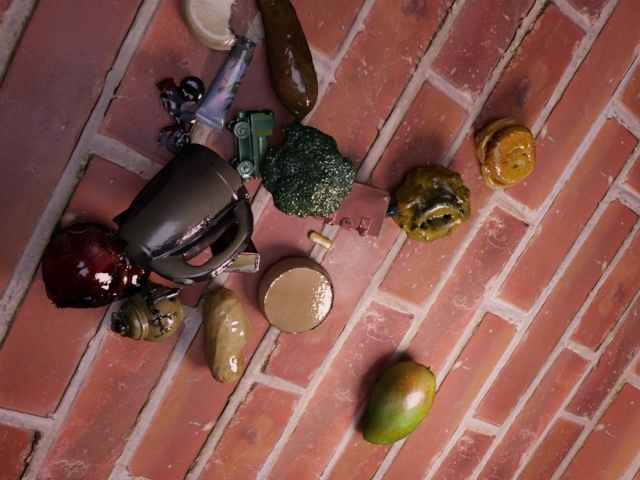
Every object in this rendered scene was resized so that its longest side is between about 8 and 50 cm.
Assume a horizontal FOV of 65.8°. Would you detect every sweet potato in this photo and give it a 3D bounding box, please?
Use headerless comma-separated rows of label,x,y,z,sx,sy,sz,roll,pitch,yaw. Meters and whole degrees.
sweet potato,-0.100,-0.528,1.316,0.130,0.130,0.423,-23,108,-11

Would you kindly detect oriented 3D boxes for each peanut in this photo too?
peanut,-0.287,0.302,1.534,0.147,0.147,0.319,-5,108,-18

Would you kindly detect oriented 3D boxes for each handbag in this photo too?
handbag,0.097,-0.104,1.527,0.212,0.059,0.158,17,106,2

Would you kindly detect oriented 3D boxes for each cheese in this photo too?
cheese,-0.313,-0.596,1.239,0.248,0.071,0.164,21,100,-25

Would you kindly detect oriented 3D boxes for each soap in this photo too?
soap,0.000,0.000,1.599,0.089,0.012,0.034,30,97,-26

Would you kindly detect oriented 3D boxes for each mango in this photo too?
mango,0.277,0.608,1.820,0.225,0.201,0.382,11,117,-46

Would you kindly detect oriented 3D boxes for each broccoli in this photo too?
broccoli,-0.034,-0.193,1.395,0.269,0.242,0.262,8,114,-18

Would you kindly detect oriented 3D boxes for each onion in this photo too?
onion,-0.581,0.065,1.302,0.280,0.221,0.281,-30,153,-17

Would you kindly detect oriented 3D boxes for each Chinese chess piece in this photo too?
Chinese chess piece,-0.077,0.176,1.585,0.249,0.103,0.250,-6,111,-17

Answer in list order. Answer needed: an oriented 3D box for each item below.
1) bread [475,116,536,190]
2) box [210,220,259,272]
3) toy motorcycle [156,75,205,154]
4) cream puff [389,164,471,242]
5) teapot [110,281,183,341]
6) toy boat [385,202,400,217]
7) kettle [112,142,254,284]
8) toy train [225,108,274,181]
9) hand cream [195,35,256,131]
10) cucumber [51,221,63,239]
bread,0.625,-0.290,1.663,0.198,0.120,0.236,-29,116,-11
box,-0.250,0.016,1.395,0.120,0.224,0.069,3,113,-19
toy motorcycle,-0.383,-0.333,1.301,0.122,0.082,0.213,12,106,-22
cream puff,0.370,-0.110,1.601,0.281,0.185,0.282,-5,107,-18
teapot,-0.488,0.207,1.383,0.182,0.269,0.173,-24,80,-48
toy boat,0.185,-0.097,1.580,0.141,0.060,0.055,1,115,26
kettle,-0.335,-0.038,1.253,0.320,0.228,0.324,34,63,13
toy train,-0.191,-0.268,1.396,0.132,0.083,0.200,-13,118,-25
hand cream,-0.250,-0.425,1.340,0.088,0.055,0.256,26,105,-22
cucumber,-0.706,0.033,1.341,0.039,0.039,0.168,-3,111,-19
